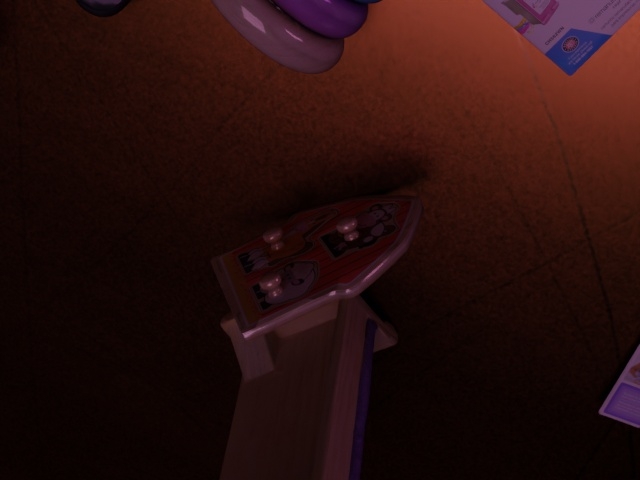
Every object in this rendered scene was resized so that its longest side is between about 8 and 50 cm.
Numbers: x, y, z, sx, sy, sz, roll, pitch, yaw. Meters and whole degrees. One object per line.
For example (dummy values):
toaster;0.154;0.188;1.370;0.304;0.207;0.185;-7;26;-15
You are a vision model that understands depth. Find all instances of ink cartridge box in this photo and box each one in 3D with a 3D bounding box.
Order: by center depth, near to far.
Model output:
ink cartridge box;0.178;-0.202;0.681;0.122;0.052;0.088;38;123;-8

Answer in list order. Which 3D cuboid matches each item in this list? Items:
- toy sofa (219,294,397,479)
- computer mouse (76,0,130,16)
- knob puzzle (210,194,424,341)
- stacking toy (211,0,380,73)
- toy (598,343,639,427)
toy sofa;-0.013;0.217;0.800;0.150;0.362;0.177;-25;122;27
computer mouse;-0.159;-0.301;0.727;0.071;0.041;0.242;20;117;-8
knob puzzle;0.000;0.000;0.780;0.213;0.213;0.030;-14;116;22
stacking toy;0.059;-0.276;0.627;0.141;0.141;0.330;42;118;-12
toy;0.374;0.111;0.816;0.137;0.056;0.237;20;123;1
